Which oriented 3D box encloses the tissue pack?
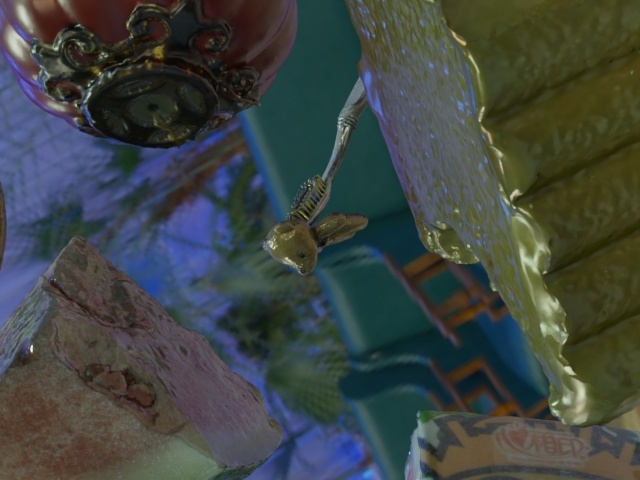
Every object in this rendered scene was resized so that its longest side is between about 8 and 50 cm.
[{"bbox_3d":[0.185,0.275,1.053,0.311,0.228,0.128,-87,3,-60],"label":"tissue pack"}]

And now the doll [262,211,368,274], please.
[{"bbox_3d":[-0.005,-0.008,1.139,0.051,0.093,0.061,49,142,5],"label":"doll"}]

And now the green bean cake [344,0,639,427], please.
[{"bbox_3d":[0.106,-0.060,0.623,0.236,0.124,0.233,-121,10,-61],"label":"green bean cake"}]

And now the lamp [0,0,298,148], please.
[{"bbox_3d":[-0.130,-0.177,0.974,0.227,0.227,0.227,56,169,17],"label":"lamp"}]

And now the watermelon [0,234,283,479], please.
[{"bbox_3d":[-0.179,0.136,1.004,0.193,0.310,0.231,-108,18,-70],"label":"watermelon"}]

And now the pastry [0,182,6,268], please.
[{"bbox_3d":[-0.436,-0.019,1.521,0.189,0.103,0.188,-1,-90,-84],"label":"pastry"}]

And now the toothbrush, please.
[{"bbox_3d":[0.059,-0.195,1.663,0.035,0.413,0.042,16,162,35],"label":"toothbrush"}]
